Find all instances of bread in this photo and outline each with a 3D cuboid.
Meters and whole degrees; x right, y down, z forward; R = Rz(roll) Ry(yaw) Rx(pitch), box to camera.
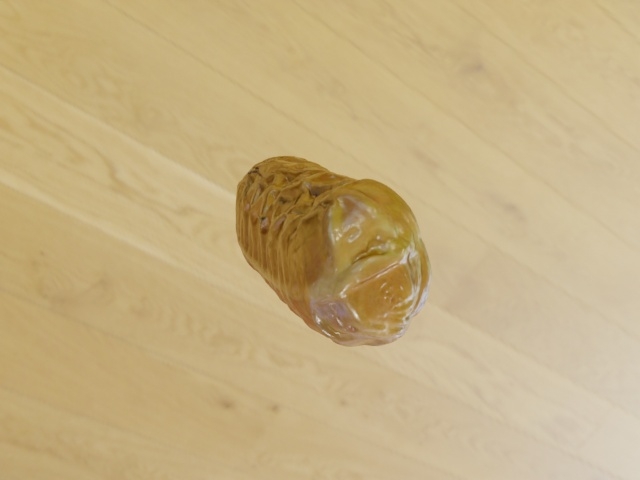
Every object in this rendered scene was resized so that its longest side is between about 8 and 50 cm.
[{"bbox_3d":[0.000,0.000,0.472,0.044,0.157,0.052,-9,99,-11],"label":"bread"}]
